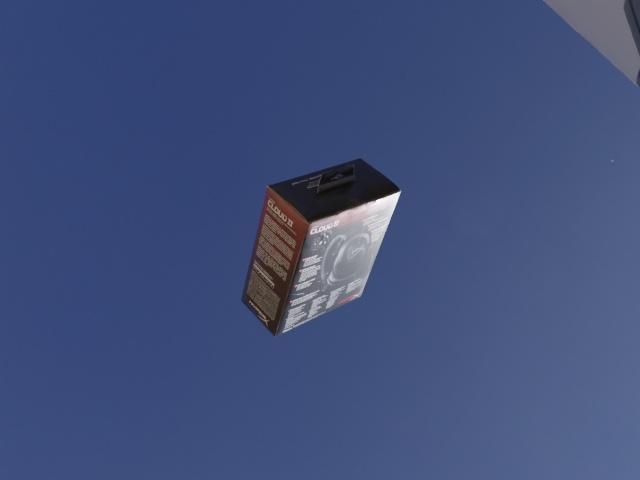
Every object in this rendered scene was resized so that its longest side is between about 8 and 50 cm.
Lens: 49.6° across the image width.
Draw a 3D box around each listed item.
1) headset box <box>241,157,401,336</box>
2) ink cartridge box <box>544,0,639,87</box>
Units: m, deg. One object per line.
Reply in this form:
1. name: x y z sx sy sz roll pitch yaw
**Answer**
1. headset box: 0.000 0.000 0.342 0.032 0.062 0.083 42 -45 30
2. ink cartridge box: 0.203 -0.127 0.269 0.129 0.223 0.307 -38 -118 8
